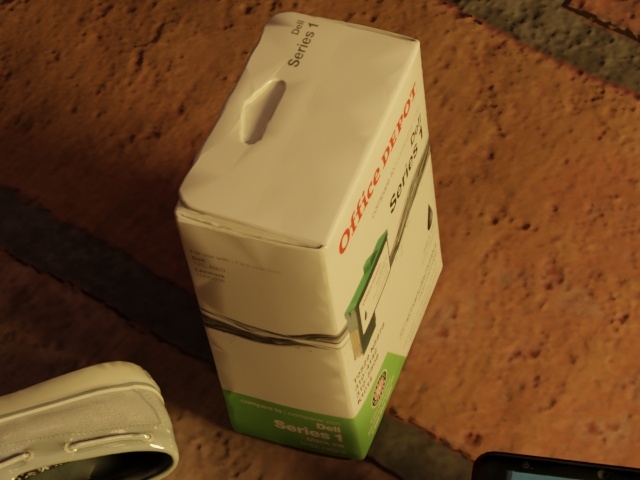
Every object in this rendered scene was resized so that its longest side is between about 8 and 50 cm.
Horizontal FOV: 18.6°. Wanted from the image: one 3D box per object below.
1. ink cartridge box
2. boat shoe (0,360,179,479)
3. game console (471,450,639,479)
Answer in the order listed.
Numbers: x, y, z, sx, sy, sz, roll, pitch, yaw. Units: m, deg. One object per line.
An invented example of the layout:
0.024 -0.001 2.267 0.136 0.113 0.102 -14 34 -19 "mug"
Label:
0.000 0.000 1.135 0.092 0.219 0.160 14 57 17 "ink cartridge box"
-0.191 0.145 1.140 0.227 0.079 0.081 -22 50 -13 "boat shoe"
0.146 0.194 1.058 0.144 0.085 0.124 6 55 12 "game console"
